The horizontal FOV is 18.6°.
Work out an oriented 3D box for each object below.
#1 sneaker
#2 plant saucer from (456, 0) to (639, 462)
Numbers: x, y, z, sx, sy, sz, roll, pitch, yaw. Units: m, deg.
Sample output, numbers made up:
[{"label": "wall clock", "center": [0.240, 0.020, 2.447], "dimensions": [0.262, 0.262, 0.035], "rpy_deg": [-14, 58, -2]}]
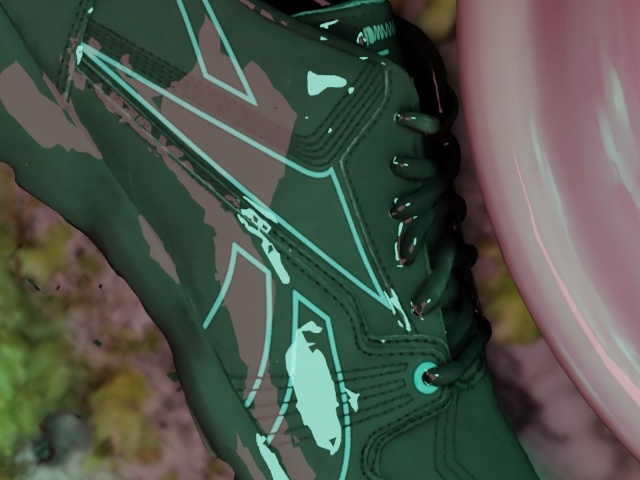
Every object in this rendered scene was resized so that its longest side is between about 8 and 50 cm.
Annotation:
[{"label": "sneaker", "center": [0.000, 0.000, 0.535], "dimensions": [0.106, 0.101, 0.267], "rpy_deg": [-36, 97, 16]}, {"label": "plant saucer", "center": [0.201, -0.052, 0.466], "dimensions": [0.332, 0.084, 0.332], "rpy_deg": [8, 115, 18]}]
